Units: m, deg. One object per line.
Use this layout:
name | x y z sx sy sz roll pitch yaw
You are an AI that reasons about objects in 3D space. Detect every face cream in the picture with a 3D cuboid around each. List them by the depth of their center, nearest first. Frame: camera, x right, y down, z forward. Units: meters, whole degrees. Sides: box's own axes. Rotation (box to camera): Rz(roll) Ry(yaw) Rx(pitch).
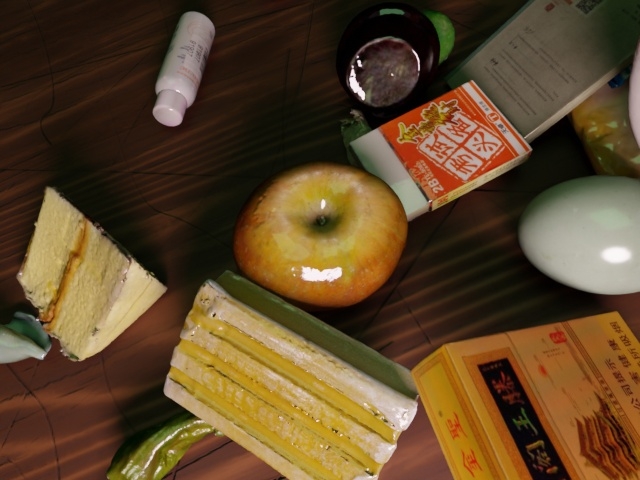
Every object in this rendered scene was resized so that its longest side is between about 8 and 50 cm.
face cream | -0.280 -0.349 0.947 0.082 0.082 0.269 0 62 11

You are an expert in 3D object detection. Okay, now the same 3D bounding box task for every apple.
apple | 0.000 0.000 0.647 0.234 0.173 0.210 5 64 3

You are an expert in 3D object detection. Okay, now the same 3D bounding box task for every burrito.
burrito | 0.074 -0.146 0.783 0.058 0.045 0.188 -25 61 15

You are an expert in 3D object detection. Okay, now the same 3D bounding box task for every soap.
soap | -0.040 0.172 0.545 0.274 0.089 0.173 28 110 14

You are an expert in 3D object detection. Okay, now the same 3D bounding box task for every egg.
egg | 0.353 -0.007 0.588 0.192 0.149 0.149 6 62 20

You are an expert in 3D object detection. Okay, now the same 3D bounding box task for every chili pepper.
chili pepper | -0.213 0.272 0.590 0.204 0.072 0.073 -35 63 -10

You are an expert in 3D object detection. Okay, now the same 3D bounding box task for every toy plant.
toy plant | 0.126 -0.325 0.812 0.218 0.175 0.235 -5 35 15

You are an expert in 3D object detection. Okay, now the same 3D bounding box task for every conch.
conch | -0.497 0.156 0.727 0.180 0.088 0.065 7 106 7

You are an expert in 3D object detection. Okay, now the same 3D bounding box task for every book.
book | 0.356 -0.294 0.735 0.282 0.025 0.215 -39 54 27

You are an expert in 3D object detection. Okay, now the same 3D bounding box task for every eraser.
eraser | 0.180 -0.138 0.719 0.230 0.038 0.157 -28 67 -3

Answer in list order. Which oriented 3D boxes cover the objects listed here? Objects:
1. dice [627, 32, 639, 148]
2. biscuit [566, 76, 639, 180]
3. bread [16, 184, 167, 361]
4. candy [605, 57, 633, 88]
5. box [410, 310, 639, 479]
dice | 0.502 -0.170 0.416 0.277 0.304 0.304 -39 48 -5
biscuit | 0.584 -0.233 0.680 0.429 0.104 0.446 -26 56 13
bread | -0.386 0.055 0.710 0.240 0.135 0.178 35 73 24
candy | 0.471 -0.283 0.675 0.136 0.038 0.088 -25 54 18
box | 0.249 0.179 0.476 0.274 0.076 0.174 -3 54 -27
